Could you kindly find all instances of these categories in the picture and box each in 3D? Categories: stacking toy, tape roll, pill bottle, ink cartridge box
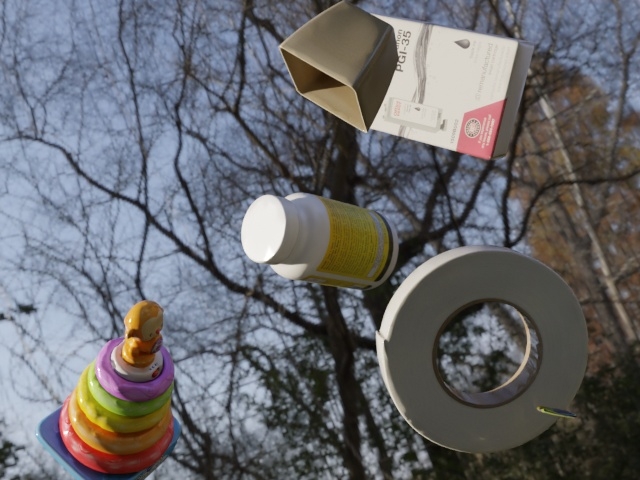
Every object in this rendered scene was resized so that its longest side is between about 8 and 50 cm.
[{"bbox_3d":[-0.259,0.190,1.051,0.175,0.165,0.302,-37,-22,-50],"label":"stacking toy"},{"bbox_3d":[0.300,0.201,1.433,0.391,0.392,0.072,-21,10,-3],"label":"tape roll"},{"bbox_3d":[0.000,0.000,1.678,0.333,0.188,0.188,12,-39,-44],"label":"pill bottle"},{"bbox_3d":[0.210,-0.278,1.379,0.117,0.283,0.207,-21,-55,-60],"label":"ink cartridge box"}]

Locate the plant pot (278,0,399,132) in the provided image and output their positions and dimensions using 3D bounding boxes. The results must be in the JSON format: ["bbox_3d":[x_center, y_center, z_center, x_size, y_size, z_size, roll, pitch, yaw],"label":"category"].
[{"bbox_3d":[0.032,-0.210,0.896,0.096,0.109,0.109,-54,-20,-9],"label":"plant pot"}]

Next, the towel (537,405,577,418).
[{"bbox_3d":[0.407,0.296,1.327,0.060,0.010,0.083,9,-8,12],"label":"towel"}]
